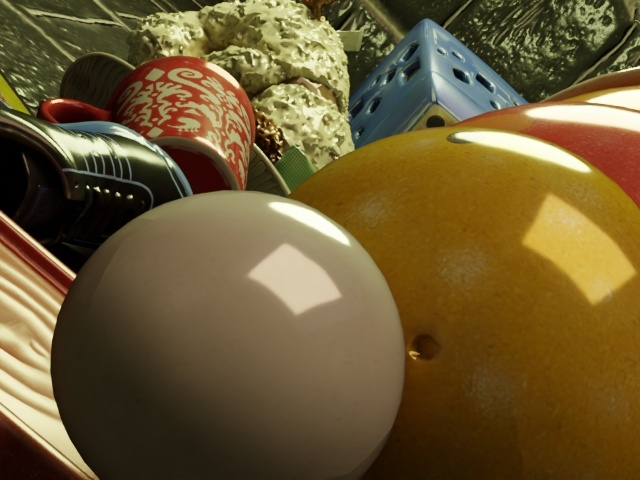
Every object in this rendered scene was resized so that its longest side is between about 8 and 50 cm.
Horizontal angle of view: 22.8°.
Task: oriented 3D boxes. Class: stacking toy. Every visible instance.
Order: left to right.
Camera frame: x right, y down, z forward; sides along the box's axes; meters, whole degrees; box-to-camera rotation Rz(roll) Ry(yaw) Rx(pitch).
[{"bbox_3d":[0.076,0.057,0.675,0.350,0.350,0.480,46,18,28],"label":"stacking toy"}]

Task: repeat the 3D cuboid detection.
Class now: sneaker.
[{"bbox_3d":[-0.148,-0.026,0.871,0.232,0.081,0.090,22,23,-45],"label":"sneaker"},{"bbox_3d":[-0.095,-0.069,1.254,0.222,0.083,0.118,41,8,7],"label":"sneaker"}]

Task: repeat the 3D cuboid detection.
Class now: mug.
[{"bbox_3d":[-0.117,-0.048,1.095,0.169,0.150,0.113,-101,178,-69],"label":"mug"}]

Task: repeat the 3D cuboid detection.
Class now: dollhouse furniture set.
[{"bbox_3d":[0.000,0.000,1.301,0.151,0.076,0.058,48,-1,-44],"label":"dollhouse furniture set"}]

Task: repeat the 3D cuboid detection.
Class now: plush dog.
[{"bbox_3d":[-0.032,-0.120,1.520,0.262,0.211,0.225,31,36,-48],"label":"plush dog"}]

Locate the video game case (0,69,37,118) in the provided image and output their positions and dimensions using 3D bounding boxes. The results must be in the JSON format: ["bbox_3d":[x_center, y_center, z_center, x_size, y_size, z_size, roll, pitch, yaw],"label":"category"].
[{"bbox_3d":[-0.288,-0.139,0.949,0.248,0.035,0.275,31,13,-47],"label":"video game case"}]

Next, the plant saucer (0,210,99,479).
[{"bbox_3d":[-0.138,0.045,0.654,0.258,0.048,0.259,40,10,-3],"label":"plant saucer"}]

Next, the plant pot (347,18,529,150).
[{"bbox_3d":[0.128,-0.065,1.718,0.236,0.236,0.212,38,16,-12],"label":"plant pot"}]
